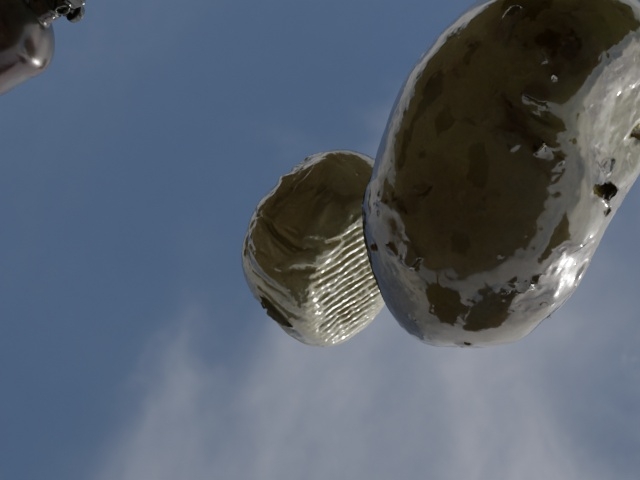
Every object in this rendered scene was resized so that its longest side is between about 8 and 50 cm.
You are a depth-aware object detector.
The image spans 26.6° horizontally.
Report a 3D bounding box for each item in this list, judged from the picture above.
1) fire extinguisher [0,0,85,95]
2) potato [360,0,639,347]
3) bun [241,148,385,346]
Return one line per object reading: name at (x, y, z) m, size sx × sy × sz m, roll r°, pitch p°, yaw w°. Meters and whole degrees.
fire extinguisher at (-0.259, -0.119, 0.895) m, size 0.267 × 0.072 × 0.089 m, roll -26°, pitch -122°, yaw 14°
potato at (0.117, -0.049, 0.866) m, size 0.165 × 0.165 × 0.262 m, roll 48°, pitch -65°, yaw 41°
bun at (0.000, 0.000, 1.154) m, size 0.113 × 0.173 × 0.166 m, roll 30°, pitch -79°, yaw 30°
